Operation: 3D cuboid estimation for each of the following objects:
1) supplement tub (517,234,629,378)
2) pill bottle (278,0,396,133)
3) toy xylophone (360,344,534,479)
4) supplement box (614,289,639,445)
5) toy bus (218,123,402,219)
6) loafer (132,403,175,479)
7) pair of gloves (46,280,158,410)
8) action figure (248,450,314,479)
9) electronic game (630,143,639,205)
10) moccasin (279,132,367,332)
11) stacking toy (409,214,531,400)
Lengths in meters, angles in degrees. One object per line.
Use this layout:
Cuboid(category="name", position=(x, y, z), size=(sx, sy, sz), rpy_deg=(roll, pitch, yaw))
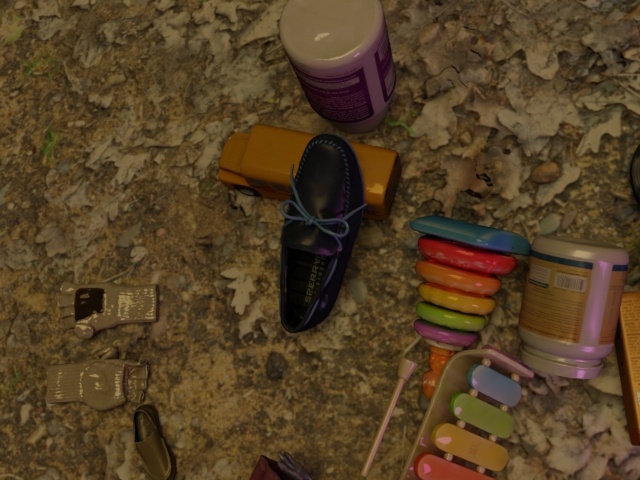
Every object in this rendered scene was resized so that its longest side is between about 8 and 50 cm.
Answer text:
Cuboid(category="supplement tub", position=(0.385, 0.099, 1.085), size=(0.144, 0.144, 0.200), rpy_deg=(10, 97, 15))
Cuboid(category="pill bottle", position=(0.042, -0.302, 1.214), size=(0.169, 0.301, 0.169), rpy_deg=(-3, 73, 11))
Cuboid(category="toy xylophone", position=(0.193, 0.308, 1.067), size=(0.081, 0.236, 0.323), rpy_deg=(7, 79, 59))
Cuboid(category="supplement box", position=(0.507, 0.196, 1.088), size=(0.080, 0.078, 0.233), rpy_deg=(-8, 73, 10))
Cuboid(category="toy bus", position=(-0.027, -0.127, 1.269), size=(0.332, 0.130, 0.108), rpy_deg=(14, 77, 15))
Cuboid(category="loafer", position=(-0.299, 0.358, 1.228), size=(0.056, 0.050, 0.148), rpy_deg=(-28, 70, 3))
Cuboid(category="pair of gloves", position=(-0.409, 0.192, 1.306), size=(0.204, 0.042, 0.240), rpy_deg=(2, 75, 12))
Cuboid(category="action figure", position=(-0.113, 0.524, 1.107), size=(0.275, 0.248, 0.370), rpy_deg=(36, 98, -23))
Cuboid(category="electronic game", position=(0.633, -0.101, 1.162), size=(0.229, 0.048, 0.229), rpy_deg=(-1, 70, 4))
Cuboid(category="moccasin", position=(0.000, 0.000, 1.154), size=(0.137, 0.117, 0.342), rpy_deg=(10, 110, 19))
Cuboid(category="stacking toy", position=(0.216, 0.118, 1.151), size=(0.166, 0.175, 0.302), rpy_deg=(16, 96, 45))
